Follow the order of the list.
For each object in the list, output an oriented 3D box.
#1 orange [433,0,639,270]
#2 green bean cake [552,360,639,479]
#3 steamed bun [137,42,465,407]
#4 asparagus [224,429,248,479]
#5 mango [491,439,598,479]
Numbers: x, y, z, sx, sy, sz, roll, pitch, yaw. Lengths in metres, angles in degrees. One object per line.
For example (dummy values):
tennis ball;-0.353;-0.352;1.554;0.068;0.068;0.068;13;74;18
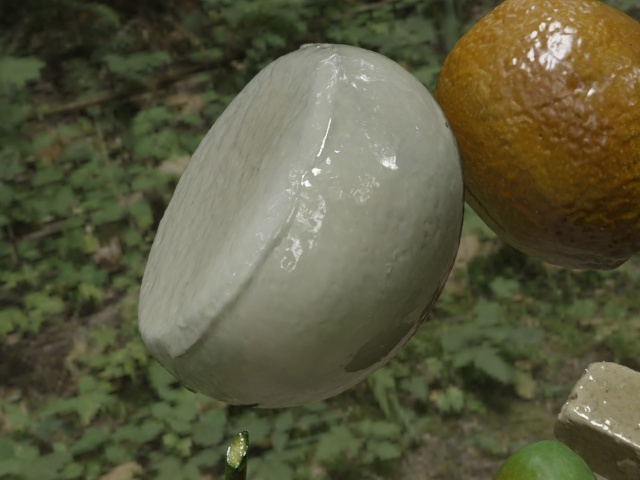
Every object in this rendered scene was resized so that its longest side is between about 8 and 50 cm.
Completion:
orange;0.314;-0.135;1.692;0.322;0.357;0.322;-30;-12;-7
green bean cake;0.363;0.219;1.486;0.179;0.085;0.109;27;50;23
steamed bun;0.000;0.000;0.971;0.177;0.283;0.283;28;11;-21
asparagus;-0.084;0.307;1.355;0.034;0.236;0.027;8;18;33
mango;0.191;0.268;1.085;0.114;0.156;0.251;25;24;-27
